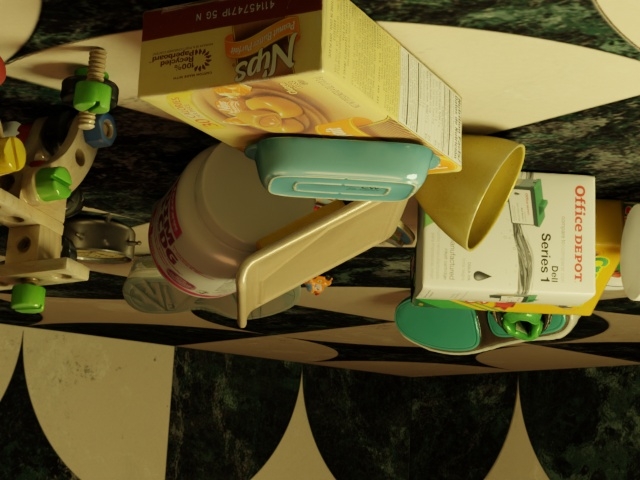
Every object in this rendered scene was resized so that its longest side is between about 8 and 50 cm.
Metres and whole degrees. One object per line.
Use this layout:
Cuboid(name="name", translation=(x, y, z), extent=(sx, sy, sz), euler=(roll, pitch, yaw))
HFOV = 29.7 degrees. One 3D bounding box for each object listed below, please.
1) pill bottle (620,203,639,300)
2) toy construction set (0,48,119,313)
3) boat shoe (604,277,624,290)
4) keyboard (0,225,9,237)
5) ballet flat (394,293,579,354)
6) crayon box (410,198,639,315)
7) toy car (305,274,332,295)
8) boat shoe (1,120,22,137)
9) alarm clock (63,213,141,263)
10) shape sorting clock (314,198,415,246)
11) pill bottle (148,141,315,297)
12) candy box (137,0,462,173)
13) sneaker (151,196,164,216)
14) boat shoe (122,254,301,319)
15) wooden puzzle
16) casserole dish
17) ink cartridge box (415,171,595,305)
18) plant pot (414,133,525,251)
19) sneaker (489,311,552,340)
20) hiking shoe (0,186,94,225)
Cuboid(name="pill bottle", translation=(0.558, 0.024, 1.533), extent=(0.323, 0.182, 0.181), euler=(4, 168, -3))
Cuboid(name="toy construction set", translation=(-0.362, -0.053, 1.241), extent=(0.308, 0.237, 0.257), euler=(4, 168, -1))
Cuboid(name="boat shoe", translation=(0.495, 0.021, 1.833), extent=(0.226, 0.083, 0.076), euler=(-8, 157, -2))
Cuboid(name="keyboard", translation=(-0.555, -0.042, 1.890), extent=(0.100, 0.038, 0.192), euler=(-25, 159, 14))
Cuboid(name="ballet flat", translation=(0.339, 0.148, 2.379), extent=(0.400, 0.139, 0.139), euler=(-7, 165, 37))
Cuboid(name="crayon box", translation=(0.295, 0.021, 1.689), extent=(0.318, 0.081, 0.202), euler=(2, 147, -2))
Cuboid(name="toy car", translation=(-0.035, 0.089, 2.346), extent=(0.122, 0.041, 0.060), euler=(-8, 164, 42))
Cuboid(name="boat shoe", translation=(-0.362, -0.118, 1.435), extent=(0.035, 0.035, 0.100), euler=(-4, 174, 17))
Cuboid(name="alarm clock", translation=(-0.372, 0.003, 1.949), extent=(0.129, 0.064, 0.192), euler=(9, 165, -28))
Cuboid(name="shape sorting clock", translation=(0.028, -0.040, 1.579), extent=(0.206, 0.040, 0.206), euler=(24, 175, 2))
Cuboid(name="pill bottle", translation=(-0.110, -0.030, 1.478), extent=(0.160, 0.160, 0.283), euler=(6, 165, -17))
Cuboid(name="candy box", translation=(-0.006, -0.134, 1.131), extent=(0.183, 0.088, 0.316), euler=(-3, 168, 27))
Cuboid(name="sneaker", translation=(-0.168, -0.036, 1.741), extent=(0.152, 0.054, 0.061), euler=(0, 171, 9))
Cuboid(name="boat shoe", translation=(-0.193, 0.070, 2.175), extent=(0.320, 0.103, 0.118), euler=(-2, 129, 7))
Cuboid(name="wooden puzzle", translation=(0.000, 0.000, 1.347), extent=(0.238, 0.044, 0.221), euler=(-32, 169, -12))
Cuboid(name="casserole dish", translation=(0.021, -0.065, 1.151), extent=(0.188, 0.037, 0.114), euler=(2, 169, -5))
Cuboid(name="ink cartridge box", translation=(0.234, -0.005, 1.530), extent=(0.219, 0.160, 0.092), euler=(2, 169, -1))
Cuboid(name="plant pot", translation=(0.158, -0.068, 1.367), extent=(0.095, 0.134, 0.134), euler=(28, 176, 17))
Cuboid(name="sneaker", translation=(0.335, 0.103, 2.067), extent=(0.134, 0.146, 0.343), euler=(0, 169, 13))
Cuboid(name="hiking shoe", translation=(-0.433, -0.046, 1.670), extent=(0.226, 0.086, 0.114), euler=(0, 165, 8))
